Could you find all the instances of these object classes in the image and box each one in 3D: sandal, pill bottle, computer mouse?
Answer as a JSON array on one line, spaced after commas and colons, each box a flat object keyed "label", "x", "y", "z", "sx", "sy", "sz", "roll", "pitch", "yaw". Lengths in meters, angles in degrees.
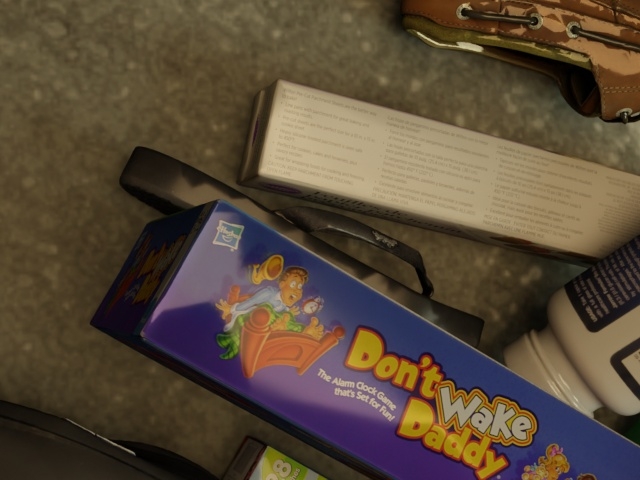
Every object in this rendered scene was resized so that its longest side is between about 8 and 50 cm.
[{"label": "sandal", "x": 0.000, "y": 0.000, "z": 0.808, "sx": 0.254, "sy": 0.097, "sz": 0.054, "roll": 29, "pitch": 81, "yaw": -13}, {"label": "pill bottle", "x": 0.204, "y": 0.051, "z": 0.817, "sx": 0.169, "sy": 0.094, "sz": 0.094, "roll": -35, "pitch": 99, "yaw": 14}, {"label": "computer mouse", "x": -0.181, "y": 0.174, "z": 0.707, "sx": 0.262, "sy": 0.060, "sz": 0.184, "roll": 26, "pitch": 82, "yaw": -10}]

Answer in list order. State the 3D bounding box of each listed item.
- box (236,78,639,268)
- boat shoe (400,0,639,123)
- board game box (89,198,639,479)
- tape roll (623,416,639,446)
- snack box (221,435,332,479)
[{"label": "box", "x": 0.110, "y": -0.033, "z": 0.858, "sx": 0.324, "sy": 0.063, "sz": 0.067, "roll": 12, "pitch": 83, "yaw": -15}, {"label": "boat shoe", "x": 0.200, "y": -0.128, "z": 0.873, "sx": 0.307, "sy": 0.111, "sz": 0.104, "roll": 22, "pitch": 86, "yaw": -4}, {"label": "board game box", "x": 0.047, "y": 0.102, "z": 0.747, "sx": 0.347, "sy": 0.233, "sz": 0.078, "roll": 31, "pitch": 80, "yaw": -13}, {"label": "tape roll", "x": 0.244, "y": 0.214, "z": 0.754, "sx": 0.077, "sy": 0.321, "sz": 0.321, "roll": 30, "pitch": 80, "yaw": -13}, {"label": "snack box", "x": -0.019, "y": 0.255, "z": 0.807, "sx": 0.174, "sy": 0.070, "sz": 0.207, "roll": 32, "pitch": 78, "yaw": -11}]
